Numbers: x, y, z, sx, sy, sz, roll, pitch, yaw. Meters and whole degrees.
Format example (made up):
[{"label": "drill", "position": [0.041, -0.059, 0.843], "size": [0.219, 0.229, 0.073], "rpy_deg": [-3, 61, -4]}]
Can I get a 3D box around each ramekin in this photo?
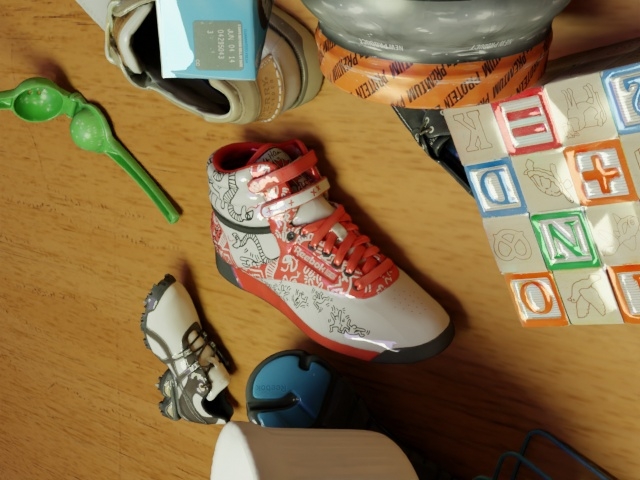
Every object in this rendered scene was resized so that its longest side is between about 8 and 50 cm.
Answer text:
[{"label": "ramekin", "position": [-0.003, 0.279, 0.857], "size": [0.277, 0.135, 0.277], "rpy_deg": [179, 90, -74]}]

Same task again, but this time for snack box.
[{"label": "snack box", "position": [-0.055, -0.253, 0.691], "size": [0.060, 0.322, 0.187], "rpy_deg": [1, 123, 2]}]

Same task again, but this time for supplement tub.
[{"label": "supplement tub", "position": [0.069, -0.251, 0.634], "size": [0.193, 0.193, 0.316], "rpy_deg": [24, 131, 34]}]

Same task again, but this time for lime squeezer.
[{"label": "lime squeezer", "position": [-0.279, -0.122, 1.167], "size": [0.310, 0.110, 0.059], "rpy_deg": [24, 120, -6]}]

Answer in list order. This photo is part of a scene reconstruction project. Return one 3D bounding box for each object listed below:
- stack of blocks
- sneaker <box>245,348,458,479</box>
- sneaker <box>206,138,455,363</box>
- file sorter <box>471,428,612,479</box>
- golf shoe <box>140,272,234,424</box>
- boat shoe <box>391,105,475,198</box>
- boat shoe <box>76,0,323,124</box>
[{"label": "stack of blocks", "position": [0.238, -0.043, 0.676], "size": [0.297, 0.087, 0.171], "rpy_deg": [-8, 109, 48]}, {"label": "sneaker", "position": [0.057, 0.246, 1.064], "size": [0.341, 0.125, 0.139], "rpy_deg": [52, 168, 3]}, {"label": "sneaker", "position": [-0.001, 0.000, 0.955], "size": [0.270, 0.090, 0.145], "rpy_deg": [25, 133, 37]}, {"label": "file sorter", "position": [0.157, 0.253, 0.896], "size": [0.104, 0.170, 0.118], "rpy_deg": [37, 137, 30]}, {"label": "golf shoe", "position": [-0.139, 0.124, 1.206], "size": [0.093, 0.077, 0.198], "rpy_deg": [14, 132, 28]}, {"label": "boat shoe", "position": [0.098, -0.080, 0.836], "size": [0.142, 0.040, 0.049], "rpy_deg": [43, 139, 17]}, {"label": "boat shoe", "position": [-0.141, -0.196, 0.961], "size": [0.302, 0.103, 0.113], "rpy_deg": [31, 134, 29]}]
